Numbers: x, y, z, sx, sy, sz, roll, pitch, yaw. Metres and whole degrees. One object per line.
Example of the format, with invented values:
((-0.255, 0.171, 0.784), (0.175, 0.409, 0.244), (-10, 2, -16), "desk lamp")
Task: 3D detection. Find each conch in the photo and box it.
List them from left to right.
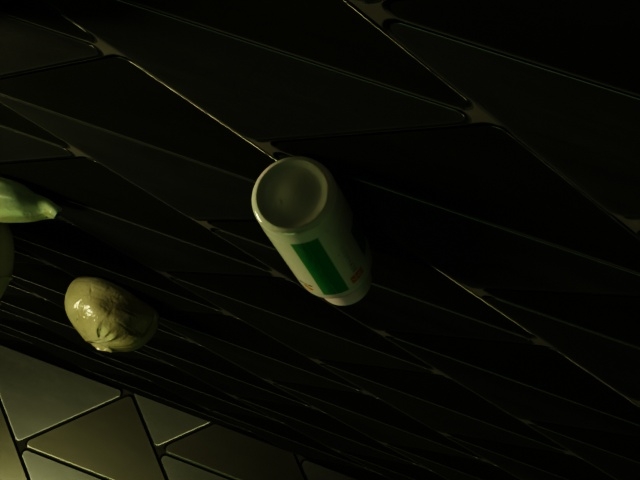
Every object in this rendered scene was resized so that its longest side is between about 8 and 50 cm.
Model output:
((-0.457, -0.053, 1.920), (0.180, 0.065, 0.088), (12, 161, 11), "conch")

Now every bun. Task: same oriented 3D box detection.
((-0.384, 0.143, 2.372), (0.173, 0.113, 0.166), (19, 164, 19), "bun")

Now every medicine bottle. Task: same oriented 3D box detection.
((0.000, 0.000, 1.446), (0.095, 0.095, 0.260), (16, 161, 19), "medicine bottle")

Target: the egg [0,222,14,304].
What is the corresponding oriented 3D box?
((-0.596, 0.009, 2.056), (0.244, 0.201, 0.201), (30, 162, -23), "egg")
